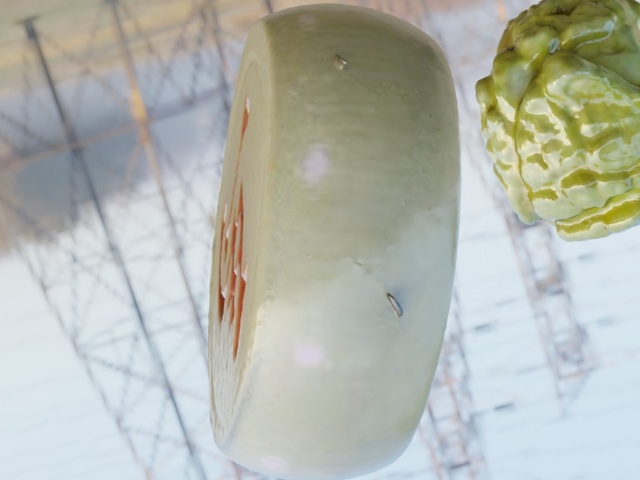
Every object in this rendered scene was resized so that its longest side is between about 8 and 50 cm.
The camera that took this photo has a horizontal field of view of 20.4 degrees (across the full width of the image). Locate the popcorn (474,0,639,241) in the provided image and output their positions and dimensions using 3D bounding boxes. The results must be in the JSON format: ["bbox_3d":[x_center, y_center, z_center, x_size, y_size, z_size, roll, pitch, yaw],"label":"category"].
[{"bbox_3d":[0.252,-0.120,1.670,0.195,0.256,0.255,-23,148,19],"label":"popcorn"}]

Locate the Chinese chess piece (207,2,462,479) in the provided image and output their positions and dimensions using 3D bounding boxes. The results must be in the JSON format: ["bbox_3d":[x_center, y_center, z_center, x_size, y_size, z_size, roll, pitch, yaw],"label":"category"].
[{"bbox_3d":[0.000,0.000,0.994,0.102,0.273,0.273,6,-176,-10],"label":"Chinese chess piece"}]
